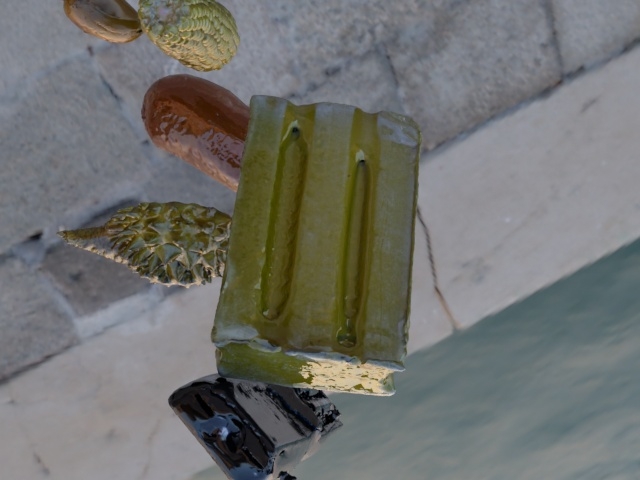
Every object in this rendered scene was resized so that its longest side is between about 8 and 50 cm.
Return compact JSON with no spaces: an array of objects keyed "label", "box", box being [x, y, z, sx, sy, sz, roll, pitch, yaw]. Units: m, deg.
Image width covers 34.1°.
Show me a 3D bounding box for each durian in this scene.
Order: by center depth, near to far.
[{"label":"durian","box":[-0.198,0.011,1.224,0.224,0.078,0.140,-2,161,1]}]

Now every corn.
[{"label":"corn","box":[-0.163,-0.277,1.368,0.101,0.101,0.310,-31,-178,3]}]

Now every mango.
[{"label":"mango","box":[-0.300,-0.317,1.439,0.127,0.077,0.063,33,156,-20]}]

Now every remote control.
[{"label":"remote control","box":[-0.051,0.196,1.175,0.062,0.144,0.399,-44,170,6]}]

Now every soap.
[{"label":"soap","box":[0.000,0.000,1.110,0.199,0.315,0.091,7,148,-3]}]

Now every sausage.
[{"label":"sausage","box":[-0.157,-0.163,1.599,0.133,0.258,0.133,-55,171,-13]}]
